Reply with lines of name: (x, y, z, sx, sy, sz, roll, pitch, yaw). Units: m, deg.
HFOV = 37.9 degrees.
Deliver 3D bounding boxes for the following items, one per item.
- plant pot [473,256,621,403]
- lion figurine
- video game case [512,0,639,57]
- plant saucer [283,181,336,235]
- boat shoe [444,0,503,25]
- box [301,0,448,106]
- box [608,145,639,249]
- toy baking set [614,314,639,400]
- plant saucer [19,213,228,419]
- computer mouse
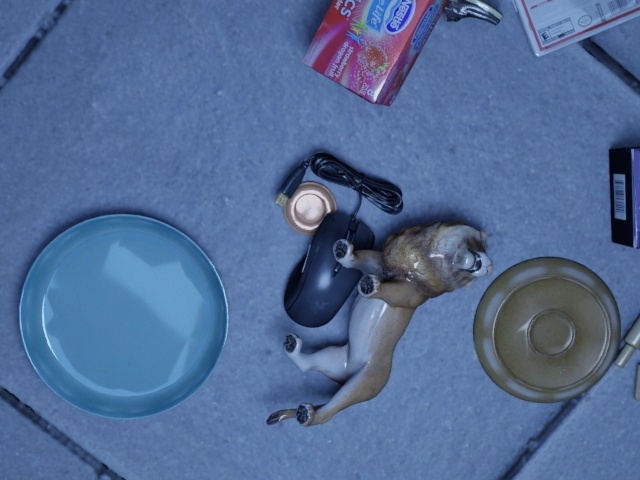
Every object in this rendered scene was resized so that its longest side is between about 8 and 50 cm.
plant pot: (0.359, 0.144, 1.462, 0.236, 0.032, 0.236, 0, 96, -2)
lion figurine: (0.087, 0.127, 1.400, 0.142, 0.240, 0.392, 47, 113, 35)
video game case: (0.368, -0.446, 1.407, 0.204, 0.025, 0.285, -22, 96, 1)
plant saucer: (-0.016, -0.049, 1.442, 0.083, 0.013, 0.083, 0, 95, -2)
boat shoe: (0.198, -0.352, 1.401, 0.152, 0.056, 0.049, 25, 101, 7)
box: (0.097, -0.334, 1.334, 0.128, 0.122, 0.257, 31, 103, 10)
box: (0.553, -0.071, 1.408, 0.207, 0.108, 0.153, -4, 95, -1)
toy baking set: (0.589, 0.155, 1.473, 0.197, 0.030, 0.256, 28, 95, -7)
plant saucer: (-0.299, 0.116, 1.436, 0.318, 0.044, 0.317, 0, 96, -1)
computer mouse: (0.000, 0.000, 1.409, 0.184, 0.060, 0.262, 31, 94, -15)
